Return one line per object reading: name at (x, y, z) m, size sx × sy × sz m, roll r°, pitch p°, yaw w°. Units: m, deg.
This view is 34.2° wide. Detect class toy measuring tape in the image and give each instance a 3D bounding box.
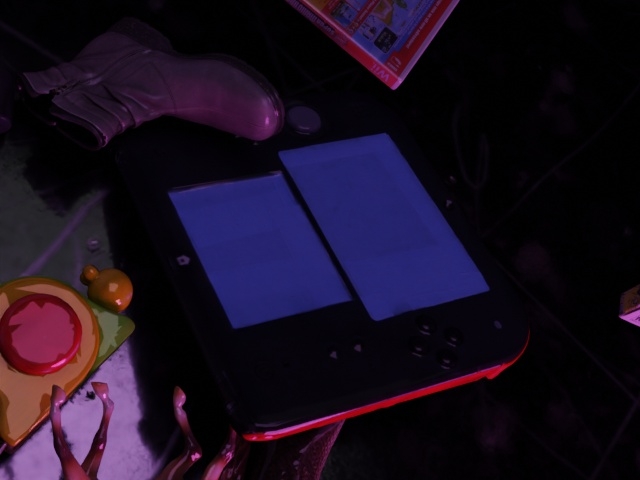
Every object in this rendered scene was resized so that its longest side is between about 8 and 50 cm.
toy measuring tape at (-0.290, 0.130, 0.881) m, size 0.121 × 0.121 × 0.330 m, roll 44°, pitch 63°, yaw -2°

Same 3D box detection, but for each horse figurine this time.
horse figurine at (-0.158, 0.214, 0.909) m, size 0.263 × 0.066 × 0.175 m, roll 9°, pitch 87°, yaw -39°

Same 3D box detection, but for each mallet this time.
mallet at (-0.389, -0.133, 0.996) m, size 0.189 × 0.039 × 0.062 m, roll -4°, pitch 65°, yaw -25°

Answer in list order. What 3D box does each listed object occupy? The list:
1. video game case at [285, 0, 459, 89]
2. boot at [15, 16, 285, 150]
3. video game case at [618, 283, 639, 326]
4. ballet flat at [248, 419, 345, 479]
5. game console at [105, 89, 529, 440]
video game case at (0.031, -0.345, 1.320) m, size 0.285 × 0.025 × 0.204 m, roll 38°, pitch 55°, yaw -6°
boot at (-0.172, -0.130, 1.037) m, size 0.246 × 0.083 × 0.161 m, roll 26°, pitch 48°, yaw 24°
video game case at (0.520, 0.084, 1.258) m, size 0.232 × 0.210 × 0.042 m, roll 23°, pitch 58°, yaw -16°
ballet flat at (-0.026, 0.211, 1.013) m, size 0.084 × 0.058 × 0.250 m, roll 14°, pitch 53°, yaw 4°
game console at (0.000, 0.000, 1.058) m, size 0.342 × 0.060 × 0.387 m, roll -9°, pitch 54°, yaw -32°
